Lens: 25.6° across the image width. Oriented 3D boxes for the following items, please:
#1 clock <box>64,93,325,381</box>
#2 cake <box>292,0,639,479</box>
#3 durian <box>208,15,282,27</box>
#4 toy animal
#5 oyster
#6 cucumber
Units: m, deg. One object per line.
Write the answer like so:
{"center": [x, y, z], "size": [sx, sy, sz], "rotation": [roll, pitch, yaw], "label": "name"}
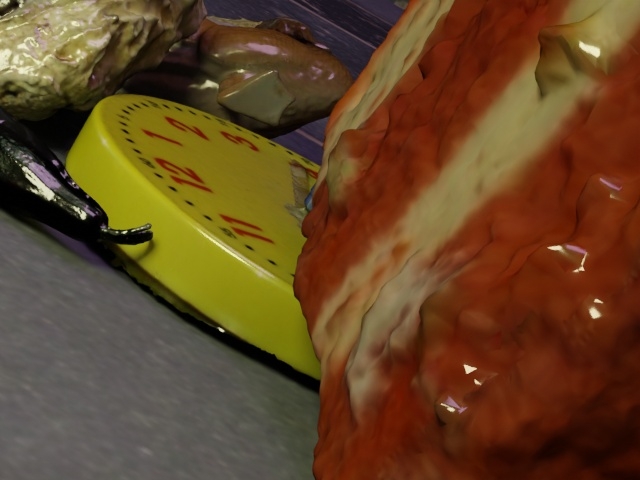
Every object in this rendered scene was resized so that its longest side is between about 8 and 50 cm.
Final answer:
{"center": [0.001, -0.004, 0.778], "size": [0.293, 0.071, 0.277], "rotation": [13, 23, -48], "label": "clock"}
{"center": [0.158, -0.009, 0.598], "size": [0.270, 0.269, 0.319], "rotation": [26, 29, -21], "label": "cake"}
{"center": [-0.070, -0.141, 1.102], "size": [0.110, 0.071, 0.140], "rotation": [30, 29, 23], "label": "durian"}
{"center": [-0.070, -0.119, 0.970], "size": [0.188, 0.089, 0.179], "rotation": [7, 33, -8], "label": "toy animal"}
{"center": [-0.127, -0.112, 0.820], "size": [0.072, 0.133, 0.209], "rotation": [57, 15, 8], "label": "oyster"}
{"center": [-0.150, -0.036, 0.675], "size": [0.163, 0.043, 0.039], "rotation": [39, -25, 21], "label": "cucumber"}
